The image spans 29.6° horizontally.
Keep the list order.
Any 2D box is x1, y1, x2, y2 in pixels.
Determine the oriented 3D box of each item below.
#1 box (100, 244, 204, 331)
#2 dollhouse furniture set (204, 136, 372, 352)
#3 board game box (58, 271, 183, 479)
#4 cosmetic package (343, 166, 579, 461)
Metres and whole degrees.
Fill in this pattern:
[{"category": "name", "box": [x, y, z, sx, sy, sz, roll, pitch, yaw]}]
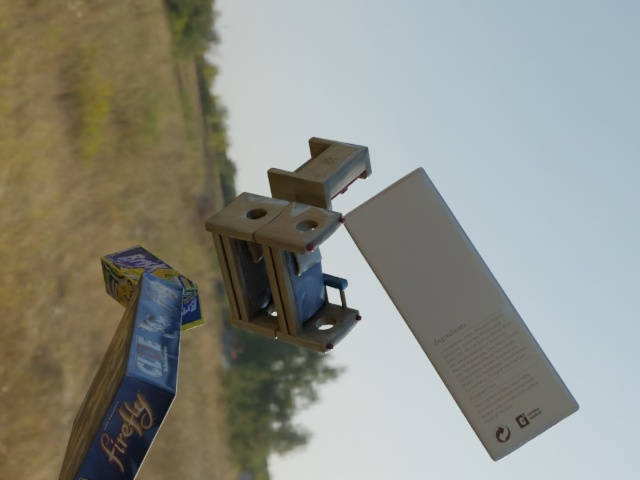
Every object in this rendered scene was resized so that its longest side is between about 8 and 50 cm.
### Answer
[{"category": "box", "box": [-0.207, 0.060, 1.480, 0.169, 0.059, 0.054, 29, -50, 53]}, {"category": "dollhouse furniture set", "box": [0.000, 0.000, 1.242, 0.129, 0.184, 0.129, 14, -51, 34]}, {"category": "board game box", "box": [-0.166, 0.139, 0.998, 0.165, 0.042, 0.243, -63, -169, 12]}, {"category": "cosmetic package", "box": [0.226, 0.125, 1.978, 0.453, 0.162, 0.230, 58, 2, 11]}]
